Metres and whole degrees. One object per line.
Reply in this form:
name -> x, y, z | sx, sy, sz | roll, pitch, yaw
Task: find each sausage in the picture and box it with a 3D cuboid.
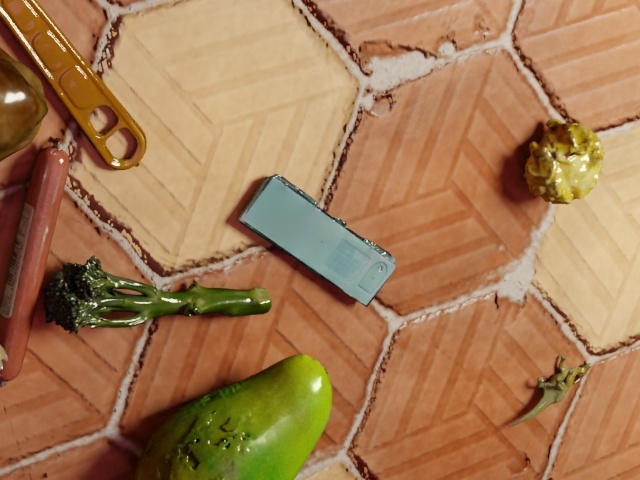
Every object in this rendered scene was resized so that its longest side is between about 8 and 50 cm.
sausage -> -0.243, 0.020, 1.379 | 0.029, 0.029, 0.223 | 7, 106, -31

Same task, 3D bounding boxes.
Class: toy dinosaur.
toy dinosaur -> 0.237, 0.153, 1.702 | 0.113, 0.026, 0.041 | -34, 139, -24

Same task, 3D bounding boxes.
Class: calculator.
calculator -> 0.000, 0.000, 1.514 | 0.172, 0.018, 0.057 | 34, 90, -35

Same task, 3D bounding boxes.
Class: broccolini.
broccolini -> -0.139, 0.044, 1.446 | 0.216, 0.058, 0.067 | -4, 153, -36

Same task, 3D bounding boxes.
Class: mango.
mango -> -0.083, 0.193, 1.492 | 0.233, 0.111, 0.125 | -50, 129, -4

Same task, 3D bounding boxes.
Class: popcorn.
popcorn -> 0.232, -0.075, 1.591 | 0.083, 0.057, 0.082 | 21, 105, -37

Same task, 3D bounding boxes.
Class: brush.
brush -> -0.230, -0.169, 1.319 | 0.090, 0.017, 0.314 | -41, 125, -9

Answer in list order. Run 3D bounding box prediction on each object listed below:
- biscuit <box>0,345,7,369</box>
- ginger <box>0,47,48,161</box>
biscuit -> -0.401, 0.124, 1.303 | 0.281, 0.084, 0.179 | -39, 119, -12
ginger -> -0.323, -0.177, 1.172 | 0.172, 0.165, 0.321 | -21, 121, 3
